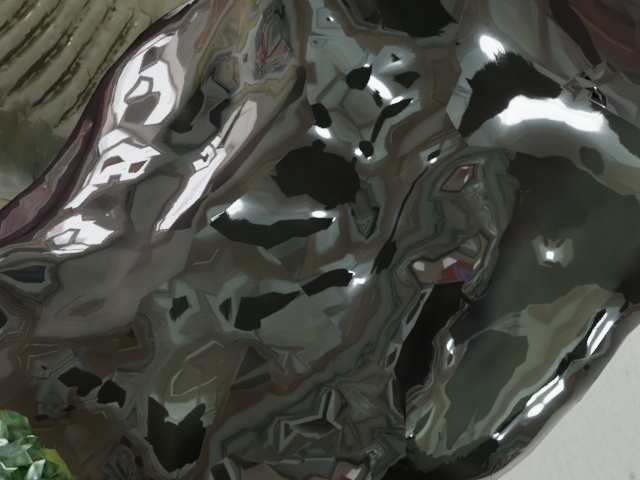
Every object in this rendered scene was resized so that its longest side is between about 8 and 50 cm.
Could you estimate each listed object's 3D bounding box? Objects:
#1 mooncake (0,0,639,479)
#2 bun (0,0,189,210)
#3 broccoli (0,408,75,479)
[{"bbox_3d":[0.000,0.000,0.641,0.212,0.350,0.381,44,83,3],"label":"mooncake"},{"bbox_3d":[-0.222,-0.114,0.918,0.205,0.281,0.281,-24,65,32],"label":"bun"},{"bbox_3d":[-0.129,0.169,0.370,0.294,0.245,0.265,10,59,34],"label":"broccoli"}]
